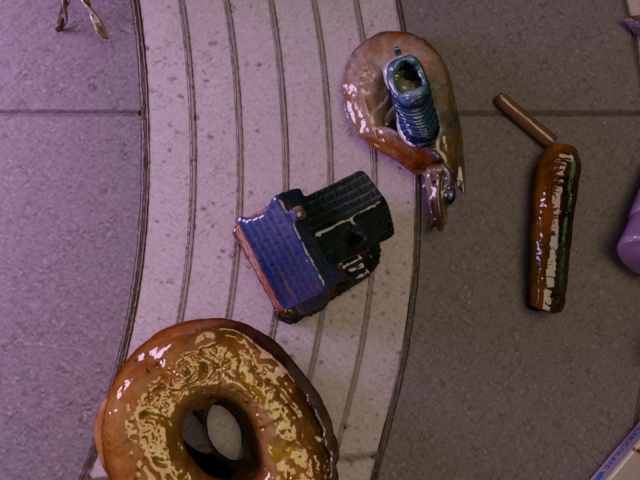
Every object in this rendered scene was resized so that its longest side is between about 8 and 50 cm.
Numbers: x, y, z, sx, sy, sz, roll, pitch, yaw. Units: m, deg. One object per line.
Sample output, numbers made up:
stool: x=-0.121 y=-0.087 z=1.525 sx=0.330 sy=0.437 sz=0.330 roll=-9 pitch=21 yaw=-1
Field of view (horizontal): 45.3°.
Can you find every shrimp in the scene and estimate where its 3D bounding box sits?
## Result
shrimp: x=0.125 y=-0.163 z=1.133 sx=0.168 sy=0.077 sz=0.317 roll=-9 pitch=78 yaw=-3

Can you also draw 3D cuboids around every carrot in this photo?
carrot: x=0.349 y=-0.018 z=1.152 sx=0.070 sy=0.070 sz=0.260 roll=9 pitch=80 yaw=-10

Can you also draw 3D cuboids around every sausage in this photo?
sausage: x=0.318 y=-0.188 z=1.194 sx=0.116 sy=0.026 sz=0.026 roll=40 pitch=75 yaw=-2

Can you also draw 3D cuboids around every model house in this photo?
model house: x=0.000 y=0.000 z=1.023 sx=0.183 sy=0.172 sz=0.166 roll=-28 pitch=86 yaw=-15

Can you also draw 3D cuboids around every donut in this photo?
donut: x=-0.125 y=0.251 z=0.967 sx=0.317 sy=0.150 sz=0.299 roll=20 pitch=74 yaw=-7

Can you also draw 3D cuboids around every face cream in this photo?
face cream: x=0.554 y=-0.069 z=1.198 sx=0.154 sy=0.096 sz=0.274 roll=39 pitch=62 yaw=0

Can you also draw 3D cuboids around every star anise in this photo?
star anise: x=0.557 y=-0.346 z=1.256 sx=0.129 sy=0.056 sz=0.124 roll=18 pitch=52 yaw=-4

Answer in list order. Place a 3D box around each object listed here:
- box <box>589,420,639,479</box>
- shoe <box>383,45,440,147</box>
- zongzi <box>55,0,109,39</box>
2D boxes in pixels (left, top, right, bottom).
box: x=0.521 y=0.411 z=1.121 sx=0.273 sy=0.048 sz=0.265 roll=-42 pitch=90 yaw=-14
shoe: x=0.130 y=-0.198 z=1.069 sx=0.064 sy=0.071 sz=0.143 roll=-15 pitch=80 yaw=-1
zongzi: x=-0.174 y=-0.546 z=1.042 sx=0.467 sy=0.218 sz=0.500 roll=-6 pitch=79 yaw=-6
